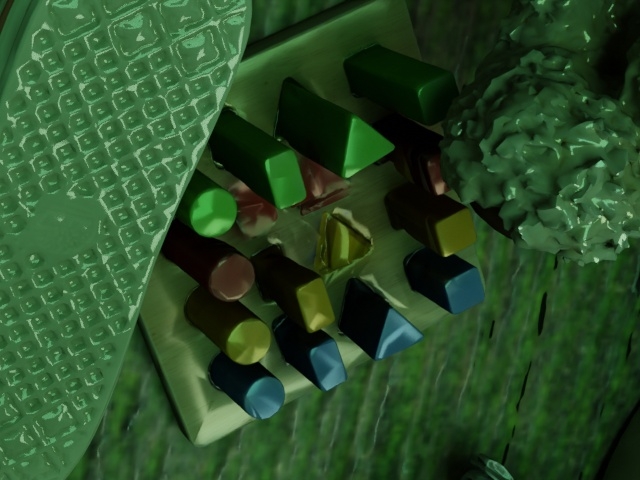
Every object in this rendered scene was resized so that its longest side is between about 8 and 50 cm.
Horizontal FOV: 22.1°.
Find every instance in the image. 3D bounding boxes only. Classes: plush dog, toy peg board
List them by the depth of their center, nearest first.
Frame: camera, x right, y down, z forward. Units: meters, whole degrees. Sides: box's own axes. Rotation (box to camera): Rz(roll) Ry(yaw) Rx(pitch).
[{"bbox_3d":[0.206,-0.082,0.662,0.262,0.225,0.211,-2,106,-54],"label":"plush dog"},{"bbox_3d":[0.000,0.000,0.704,0.161,0.079,0.161,-27,117,-17],"label":"toy peg board"}]

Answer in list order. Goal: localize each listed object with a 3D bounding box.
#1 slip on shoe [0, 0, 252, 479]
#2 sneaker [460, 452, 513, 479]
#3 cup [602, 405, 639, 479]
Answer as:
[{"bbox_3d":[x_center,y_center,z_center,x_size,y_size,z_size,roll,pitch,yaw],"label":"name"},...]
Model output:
[{"bbox_3d":[-0.132,0.007,0.631,0.123,0.101,0.331,15,113,-33],"label":"slip on shoe"},{"bbox_3d":[0.025,0.225,0.800,0.115,0.105,0.281,45,78,-16],"label":"sneaker"},{"bbox_3d":[0.330,0.196,0.815,0.331,0.237,0.331,-3,100,-19],"label":"cup"}]
